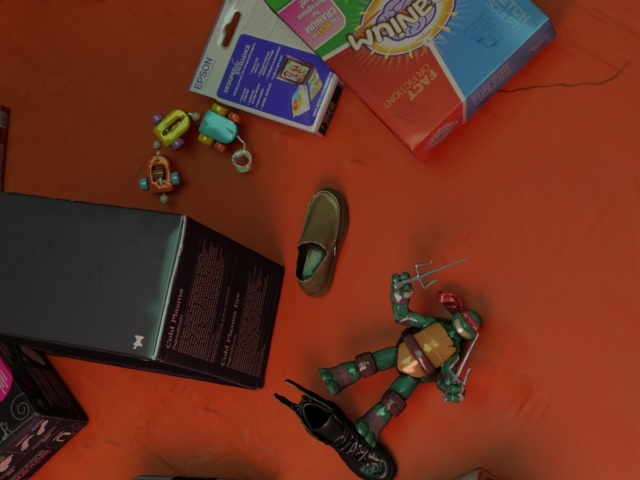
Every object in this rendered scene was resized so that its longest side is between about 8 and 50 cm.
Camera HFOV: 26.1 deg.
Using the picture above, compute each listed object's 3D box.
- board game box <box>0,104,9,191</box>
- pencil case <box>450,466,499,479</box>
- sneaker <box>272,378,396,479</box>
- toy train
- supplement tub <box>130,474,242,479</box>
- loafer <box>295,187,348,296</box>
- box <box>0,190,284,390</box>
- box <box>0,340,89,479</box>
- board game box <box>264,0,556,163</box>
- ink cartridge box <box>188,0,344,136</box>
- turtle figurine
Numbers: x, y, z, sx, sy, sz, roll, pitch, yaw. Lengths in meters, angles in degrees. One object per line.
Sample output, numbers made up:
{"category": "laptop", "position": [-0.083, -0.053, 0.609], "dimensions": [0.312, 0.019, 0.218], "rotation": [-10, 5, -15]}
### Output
{"category": "board game box", "position": [-0.604, -0.125, 2.095], "dimensions": [0.281, 0.027, 0.145], "rotation": [-3, 77, 20]}
{"category": "pencil case", "position": [0.069, 0.422, 1.650], "dimensions": [0.410, 0.160, 0.183], "rotation": [-27, 88, 14]}
{"category": "sneaker", "position": [0.019, 0.243, 1.745], "dimensions": [0.170, 0.089, 0.051], "rotation": [44, 96, 23]}
{"category": "toy train", "position": [-0.175, -0.125, 1.925], "dimensions": [0.166, 0.046, 0.125], "rotation": [-13, 90, 12]}
{"category": "supplement tub", "position": [-0.156, 0.362, 1.771], "dimensions": [0.190, 0.117, 0.117], "rotation": [-2, 78, 20]}
{"category": "loafer", "position": [0.000, 0.000, 1.825], "dimensions": [0.056, 0.050, 0.148], "rotation": [3, 80, 21]}
{"category": "box", "position": [-0.268, 0.065, 1.771], "dimensions": [0.343, 0.312, 0.179], "rotation": [7, 81, 22]}
{"category": "box", "position": [-0.468, 0.206, 1.911], "dimensions": [0.163, 0.142, 0.247], "rotation": [-43, 66, 9]}
{"category": "board game box", "position": [0.110, -0.294, 1.798], "dimensions": [0.242, 0.064, 0.316], "rotation": [-44, 69, 3]}
{"category": "ink cartridge box", "position": [-0.053, -0.267, 1.905], "dimensions": [0.208, 0.045, 0.206], "rotation": [20, 86, 22]}
{"category": "turtle figurine", "position": [0.124, 0.140, 1.712], "dimensions": [0.234, 0.118, 0.175], "rotation": [-38, 63, 4]}
